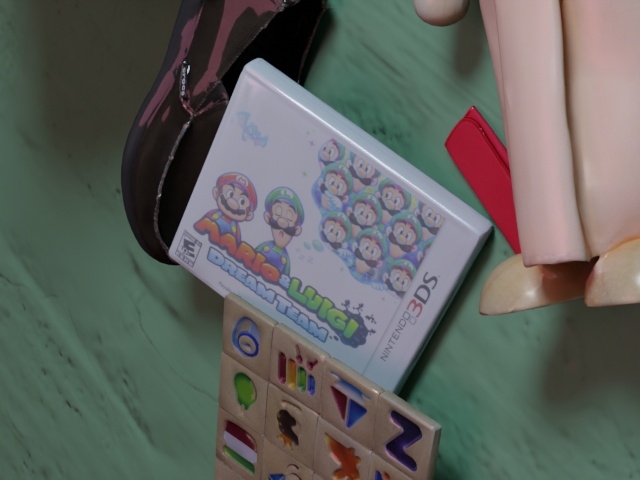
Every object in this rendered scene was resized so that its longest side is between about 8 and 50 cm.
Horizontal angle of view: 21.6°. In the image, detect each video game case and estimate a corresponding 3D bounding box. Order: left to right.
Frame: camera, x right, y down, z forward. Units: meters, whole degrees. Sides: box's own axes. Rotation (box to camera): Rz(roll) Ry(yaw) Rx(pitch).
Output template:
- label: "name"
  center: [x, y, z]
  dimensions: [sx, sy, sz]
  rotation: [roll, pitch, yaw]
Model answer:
- label: "video game case"
  center: [0.000, 0.000, 0.911]
  dimensions: [0.157, 0.019, 0.143]
  rotation: [37, 129, 14]

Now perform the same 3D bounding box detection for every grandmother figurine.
- label: "grandmother figurine"
  center: [0.101, -0.144, 0.734]
  dimensions: [0.208, 0.104, 0.342]
  rotation: [-10, 93, 43]

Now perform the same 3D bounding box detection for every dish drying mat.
- label: "dish drying mat"
  center: [0.090, -0.027, 0.844]
  dimensions: [0.083, 0.008, 0.032]
  rotation: [58, 138, 25]

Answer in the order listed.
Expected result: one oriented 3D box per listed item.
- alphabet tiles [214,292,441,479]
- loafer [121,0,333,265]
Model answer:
- label: "alphabet tiles"
  center: [0.025, 0.161, 0.931]
  dimensions: [0.237, 0.009, 0.198]
  rotation: [30, 130, 34]
- label: "loafer"
  center: [-0.053, -0.070, 0.955]
  dimensions: [0.078, 0.080, 0.220]
  rotation: [43, 129, 38]
